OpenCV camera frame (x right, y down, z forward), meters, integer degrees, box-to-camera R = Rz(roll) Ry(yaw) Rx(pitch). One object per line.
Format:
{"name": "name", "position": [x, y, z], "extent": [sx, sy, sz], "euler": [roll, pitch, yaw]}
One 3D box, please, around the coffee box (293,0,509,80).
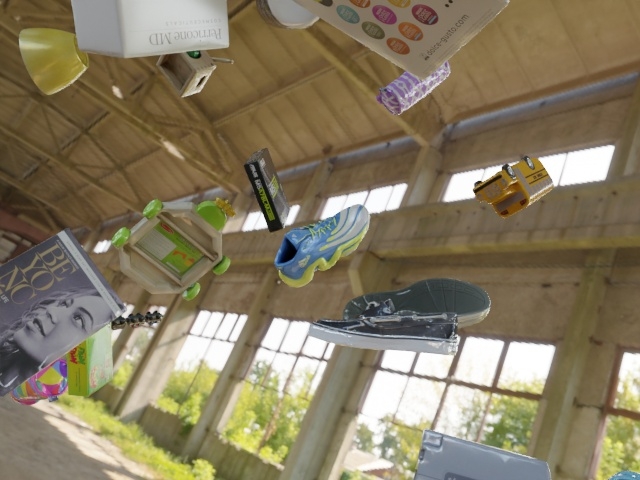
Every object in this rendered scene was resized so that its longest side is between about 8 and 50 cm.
{"name": "coffee box", "position": [0.185, -0.570, 1.110], "extent": [0.334, 0.338, 0.337], "euler": [29, -13, -9]}

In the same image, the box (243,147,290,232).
{"name": "box", "position": [-0.133, -0.133, 1.545], "extent": [0.045, 0.190, 0.184], "euler": [-16, -74, 7]}

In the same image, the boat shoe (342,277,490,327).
{"name": "boat shoe", "position": [0.213, 0.166, 1.334], "extent": [0.320, 0.118, 0.103], "euler": [-12, -48, 12]}

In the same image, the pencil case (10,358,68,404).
{"name": "pencil case", "position": [-0.680, 0.345, 1.468], "extent": [0.104, 0.104, 0.236], "euler": [35, -34, -28]}

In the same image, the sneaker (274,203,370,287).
{"name": "sneaker", "position": [0.000, 0.000, 1.273], "extent": [0.091, 0.240, 0.126], "euler": [45, 1, 31]}

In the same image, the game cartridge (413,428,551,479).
{"name": "game cartridge", "position": [0.203, 0.425, 0.799], "extent": [0.198, 0.297, 0.062], "euler": [14, -16, 5]}

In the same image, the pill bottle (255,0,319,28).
{"name": "pill bottle", "position": [-0.076, -0.544, 1.360], "extent": [0.130, 0.130, 0.245], "euler": [33, 8, -22]}

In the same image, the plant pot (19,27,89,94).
{"name": "plant pot", "position": [-0.537, -0.378, 1.242], "extent": [0.095, 0.134, 0.134], "euler": [-14, -25, 2]}

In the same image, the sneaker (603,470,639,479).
{"name": "sneaker", "position": [0.437, 0.456, 0.809], "extent": [0.125, 0.262, 0.104], "euler": [2, -33, -38]}

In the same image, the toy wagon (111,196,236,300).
{"name": "toy wagon", "position": [-0.363, 0.003, 1.594], "extent": [0.267, 0.344, 0.068], "euler": [44, 14, -29]}

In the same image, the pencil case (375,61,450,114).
{"name": "pencil case", "position": [0.243, -0.409, 1.573], "extent": [0.088, 0.206, 0.086], "euler": [28, -29, 56]}

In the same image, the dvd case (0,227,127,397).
{"name": "dvd case", "position": [-0.433, 0.104, 0.920], "extent": [0.018, 0.221, 0.164], "euler": [-23, -78, 53]}

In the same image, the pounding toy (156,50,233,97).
{"name": "pounding toy", "position": [-0.323, -0.455, 1.548], "extent": [0.130, 0.100, 0.141], "euler": [54, -43, 2]}

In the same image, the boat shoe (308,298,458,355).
{"name": "boat shoe", "position": [0.126, 0.169, 1.222], "extent": [0.301, 0.102, 0.108], "euler": [3, -6, 14]}

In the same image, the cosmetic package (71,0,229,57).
{"name": "cosmetic package", "position": [-0.299, -0.553, 1.008], "extent": [0.161, 0.230, 0.453], "euler": [21, -58, 39]}

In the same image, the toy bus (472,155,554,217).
{"name": "toy bus", "position": [0.561, -0.156, 1.741], "extent": [0.108, 0.333, 0.130], "euler": [-33, -96, 37]}

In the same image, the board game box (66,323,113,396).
{"name": "board game box", "position": [-0.442, 0.194, 1.155], "extent": [0.043, 0.181, 0.092], "euler": [3, 8, 11]}

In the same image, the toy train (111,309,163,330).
{"name": "toy train", "position": [-0.444, 0.195, 1.454], "extent": [0.027, 0.036, 0.158], "euler": [34, 19, 30]}
